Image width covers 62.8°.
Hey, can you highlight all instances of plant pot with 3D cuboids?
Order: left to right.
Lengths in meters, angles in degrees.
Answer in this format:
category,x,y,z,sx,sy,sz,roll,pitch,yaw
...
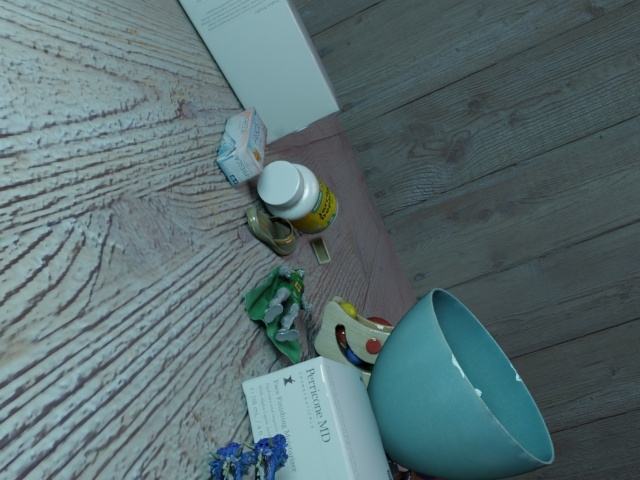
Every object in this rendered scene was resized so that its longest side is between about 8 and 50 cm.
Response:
category,x,y,z,sx,sy,sz,roll,pitch,yaw
plant pot,0.186,0.248,0.815,0.290,0.195,0.290,43,21,-21

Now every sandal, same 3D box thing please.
category,x,y,z,sx,sy,sz,roll,pitch,yaw
sandal,-0.080,-0.020,0.981,0.180,0.049,0.072,40,31,-63

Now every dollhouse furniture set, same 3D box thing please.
category,x,y,z,sx,sy,sz,roll,pitch,yaw
dollhouse furniture set,0.000,0.000,1.220,0.081,0.091,0.114,-30,101,-61

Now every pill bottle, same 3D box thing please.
category,x,y,z,sx,sy,sz,roll,pitch,yaw
pill bottle,-0.046,-0.088,1.072,0.208,0.118,0.117,33,37,-68

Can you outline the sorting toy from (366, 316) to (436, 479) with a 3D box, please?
category,x,y,z,sx,sy,sz,roll,pitch,yaw
sorting toy,0.139,0.311,1.080,0.126,0.127,0.365,35,25,-56

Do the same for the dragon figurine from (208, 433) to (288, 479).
category,x,y,z,sx,sy,sz,roll,pitch,yaw
dragon figurine,-0.075,0.283,0.449,0.289,0.085,0.143,-47,114,-76

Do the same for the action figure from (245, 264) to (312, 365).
category,x,y,z,sx,sy,sz,roll,pitch,yaw
action figure,-0.055,0.095,0.887,0.137,0.064,0.232,61,11,-13

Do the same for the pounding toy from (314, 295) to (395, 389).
category,x,y,z,sx,sy,sz,roll,pitch,yaw
pounding toy,0.113,0.207,0.962,0.270,0.154,0.155,38,7,6

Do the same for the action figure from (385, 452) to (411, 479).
category,x,y,z,sx,sy,sz,roll,pitch,yaw
action figure,0.097,0.377,0.943,0.185,0.099,0.285,60,5,22

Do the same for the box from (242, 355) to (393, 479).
category,x,y,z,sx,sy,sz,roll,pitch,yaw
box,0.002,0.266,0.700,0.182,0.119,0.180,42,28,-61

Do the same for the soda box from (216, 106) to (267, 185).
category,x,y,z,sx,sy,sz,roll,pitch,yaw
soda box,-0.141,-0.177,0.963,0.058,0.063,0.183,59,16,-32

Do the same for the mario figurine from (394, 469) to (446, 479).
category,x,y,z,sx,sy,sz,roll,pitch,yaw
mario figurine,0.208,0.571,1.102,0.198,0.170,0.320,115,-22,-57

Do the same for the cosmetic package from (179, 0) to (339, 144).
category,x,y,z,sx,sy,sz,roll,pitch,yaw
cosmetic package,-0.122,-0.420,1.139,0.155,0.197,0.365,-96,161,-52
